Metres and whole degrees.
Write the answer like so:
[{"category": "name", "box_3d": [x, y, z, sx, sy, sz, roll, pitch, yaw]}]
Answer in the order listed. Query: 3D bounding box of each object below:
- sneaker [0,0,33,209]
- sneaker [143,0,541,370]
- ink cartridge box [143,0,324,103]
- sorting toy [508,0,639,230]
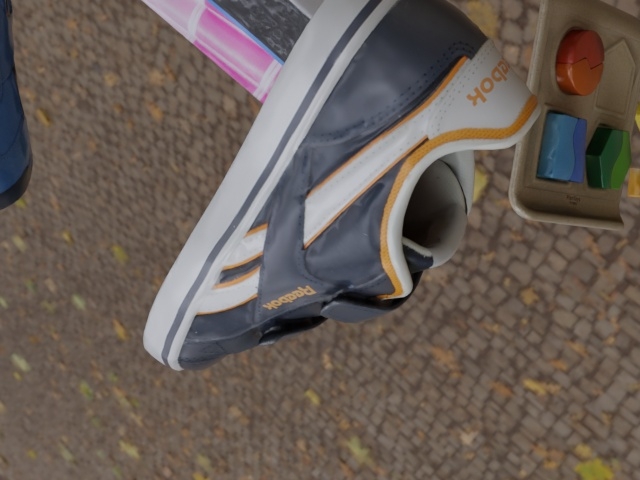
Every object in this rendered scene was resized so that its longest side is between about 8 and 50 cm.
[{"category": "sneaker", "box_3d": [-0.210, -0.106, 0.586, 0.082, 0.069, 0.209, 95, 161, -49]}, {"category": "sneaker", "box_3d": [0.000, 0.000, 0.588, 0.127, 0.126, 0.321, 36, 134, 2]}, {"category": "ink cartridge box", "box_3d": [-0.119, -0.270, 0.939, 0.371, 0.069, 0.176, 41, 155, -15]}, {"category": "sorting toy", "box_3d": [0.298, -0.126, 1.038, 0.041, 0.307, 0.229, 7, 92, 42]}]
